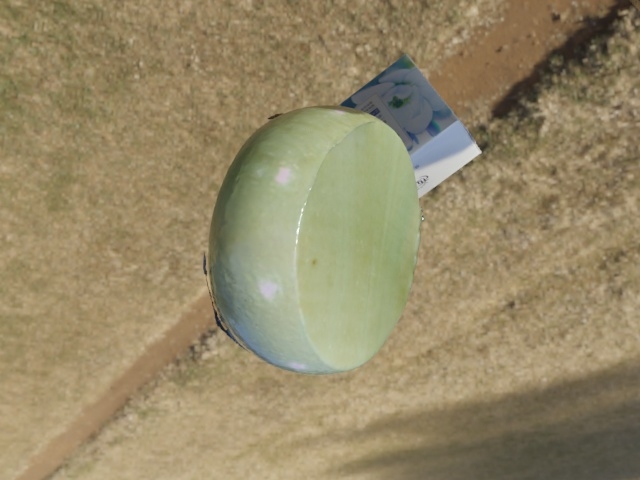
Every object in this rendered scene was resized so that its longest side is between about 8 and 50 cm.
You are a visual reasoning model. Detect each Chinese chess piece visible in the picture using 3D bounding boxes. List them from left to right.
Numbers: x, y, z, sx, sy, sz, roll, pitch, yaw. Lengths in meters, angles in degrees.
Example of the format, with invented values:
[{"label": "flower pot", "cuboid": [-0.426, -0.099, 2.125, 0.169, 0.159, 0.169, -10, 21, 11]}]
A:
[{"label": "Chinese chess piece", "cuboid": [0.000, 0.000, 1.084, 0.146, 0.350, 0.349, 9, 165, 31]}]

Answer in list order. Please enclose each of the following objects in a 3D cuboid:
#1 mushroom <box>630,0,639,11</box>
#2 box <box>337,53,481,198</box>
[{"label": "mushroom", "cuboid": [0.343, -0.306, 0.645, 0.267, 0.255, 0.267, 14, 152, 7]}, {"label": "box", "cuboid": [0.104, -0.160, 1.445, 0.274, 0.203, 0.116, -36, 141, 10]}]
